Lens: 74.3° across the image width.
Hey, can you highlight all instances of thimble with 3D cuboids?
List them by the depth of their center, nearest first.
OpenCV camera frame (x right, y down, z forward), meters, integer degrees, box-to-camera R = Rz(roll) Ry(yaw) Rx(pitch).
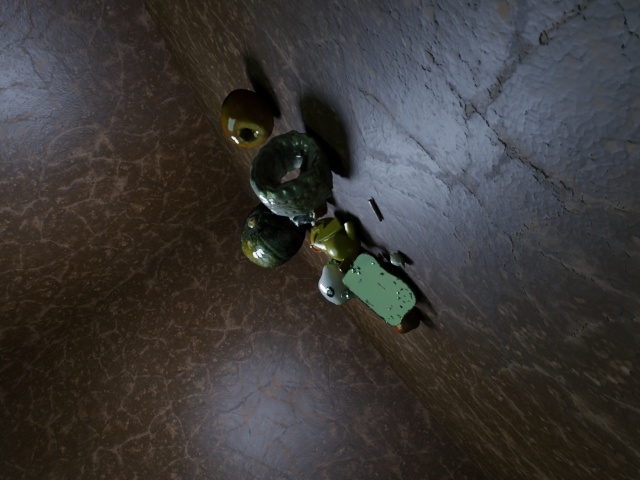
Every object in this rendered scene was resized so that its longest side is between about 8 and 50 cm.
[{"bbox_3d":[-0.093,-0.232,1.522,0.291,0.291,0.195,48,175,28],"label":"thimble"}]

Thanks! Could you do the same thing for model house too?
[{"bbox_3d":[0.271,0.176,1.733,0.294,0.154,0.207,41,123,17],"label":"model house"}]

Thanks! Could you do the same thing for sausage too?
[{"bbox_3d":[0.186,-0.102,1.431,0.100,0.015,0.015,58,169,-25],"label":"sausage"}]

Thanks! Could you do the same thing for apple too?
[{"bbox_3d":[-0.303,-0.501,1.728,0.237,0.237,0.207,71,-174,-59],"label":"apple"},{"bbox_3d":[0.362,0.340,1.811,0.126,0.126,0.101,106,143,-77],"label":"apple"}]

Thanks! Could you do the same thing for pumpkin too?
[{"bbox_3d":[-0.302,-0.047,2.628,0.344,0.454,0.454,41,178,-33],"label":"pumpkin"}]

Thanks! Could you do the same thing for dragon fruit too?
[{"bbox_3d":[0.000,0.000,2.267,0.165,0.133,0.136,58,176,-30],"label":"dragon fruit"}]

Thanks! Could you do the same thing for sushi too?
[{"bbox_3d":[-0.088,-0.177,1.924,0.274,0.184,0.139,44,164,54],"label":"sushi"}]

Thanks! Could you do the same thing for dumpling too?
[{"bbox_3d":[0.282,0.073,1.520,0.077,0.043,0.059,14,159,50],"label":"dumpling"}]

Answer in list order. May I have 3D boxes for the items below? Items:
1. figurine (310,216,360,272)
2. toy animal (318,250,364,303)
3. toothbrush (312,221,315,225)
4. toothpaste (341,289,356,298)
[{"bbox_3d":[0.072,-0.010,1.840,0.327,0.169,0.218,28,111,52],"label":"figurine"},{"bbox_3d":[0.110,0.160,1.955,0.212,0.267,0.212,54,175,7],"label":"toy animal"},{"bbox_3d":[-0.063,-0.134,2.401,0.307,0.025,0.029,53,178,7],"label":"toothbrush"},{"bbox_3d":[0.204,0.220,1.854,0.060,0.234,0.037,95,163,-71],"label":"toothpaste"}]
